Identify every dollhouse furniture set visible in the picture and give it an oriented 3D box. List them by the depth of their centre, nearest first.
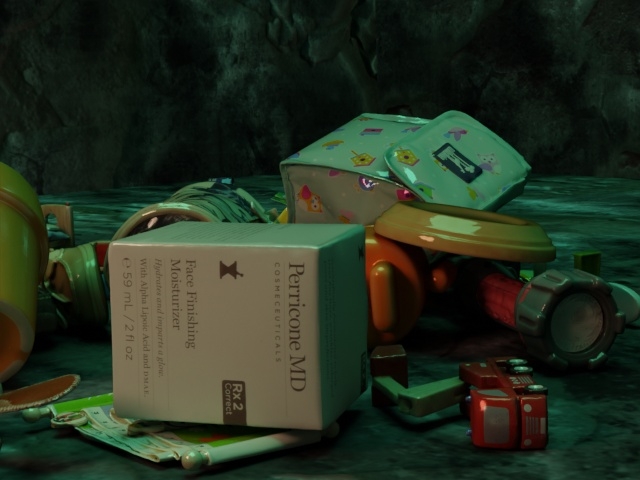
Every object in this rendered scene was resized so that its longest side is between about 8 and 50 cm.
[{"bbox_3d":[0.311,0.038,1.634,0.076,0.058,0.152,-6,9,-29],"label":"dollhouse furniture set"},{"bbox_3d":[-0.348,0.016,1.689,0.184,0.129,0.129,0,8,16],"label":"dollhouse furniture set"}]

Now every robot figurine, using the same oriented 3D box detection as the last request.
[{"bbox_3d":[0.058,0.048,1.361,0.158,0.128,0.219,-44,-1,12],"label":"robot figurine"}]

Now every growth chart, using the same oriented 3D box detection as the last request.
[{"bbox_3d":[-0.116,0.154,1.023,0.237,0.021,0.172,6,10,43],"label":"growth chart"}]

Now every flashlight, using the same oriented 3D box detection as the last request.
[{"bbox_3d":[0.213,0.064,1.313,0.103,0.103,0.304,-4,9,-16],"label":"flashlight"}]

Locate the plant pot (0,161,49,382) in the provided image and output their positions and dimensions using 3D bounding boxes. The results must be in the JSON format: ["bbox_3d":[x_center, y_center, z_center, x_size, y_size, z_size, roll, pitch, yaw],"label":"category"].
[{"bbox_3d":[-0.365,0.045,1.206,0.205,0.205,0.188,-5,38,-22],"label":"plant pot"}]

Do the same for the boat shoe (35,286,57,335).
[{"bbox_3d":[-0.442,0.049,1.462,0.132,0.130,0.355,-10,11,-44],"label":"boat shoe"}]

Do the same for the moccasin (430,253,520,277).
[{"bbox_3d":[0.175,0.001,1.715,0.138,0.117,0.342,-7,10,-33],"label":"moccasin"}]

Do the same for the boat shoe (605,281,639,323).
[{"bbox_3d":[0.335,0.070,1.432,0.040,0.049,0.142,-6,7,-32],"label":"boat shoe"}]

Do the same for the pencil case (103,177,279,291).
[{"bbox_3d":[-0.157,0.010,1.564,0.183,0.160,0.410,-26,5,5],"label":"pencil case"}]

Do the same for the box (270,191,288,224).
[{"bbox_3d":[0.000,0.000,1.674,0.179,0.043,0.105,41,10,0],"label":"box"}]

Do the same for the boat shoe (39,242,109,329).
[{"bbox_3d":[-0.329,0.062,1.502,0.089,0.104,0.285,-10,0,-22],"label":"boat shoe"}]

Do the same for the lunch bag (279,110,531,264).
[{"bbox_3d":[0.113,-0.068,1.552,0.262,0.160,0.223,8,27,33],"label":"lunch bag"}]

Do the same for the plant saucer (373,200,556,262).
[{"bbox_3d":[0.158,-0.013,1.307,0.200,0.037,0.200,8,8,-1],"label":"plant saucer"}]

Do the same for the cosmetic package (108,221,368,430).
[{"bbox_3d":[-0.064,0.066,1.024,0.184,0.151,0.151,1,7,17],"label":"cosmetic package"}]

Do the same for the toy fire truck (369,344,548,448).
[{"bbox_3d":[0.114,0.132,1.030,0.135,0.047,0.192,-2,9,-1],"label":"toy fire truck"}]

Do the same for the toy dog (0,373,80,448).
[{"bbox_3d":[-0.285,0.093,0.881,0.220,0.161,0.334,28,-1,-25],"label":"toy dog"}]
